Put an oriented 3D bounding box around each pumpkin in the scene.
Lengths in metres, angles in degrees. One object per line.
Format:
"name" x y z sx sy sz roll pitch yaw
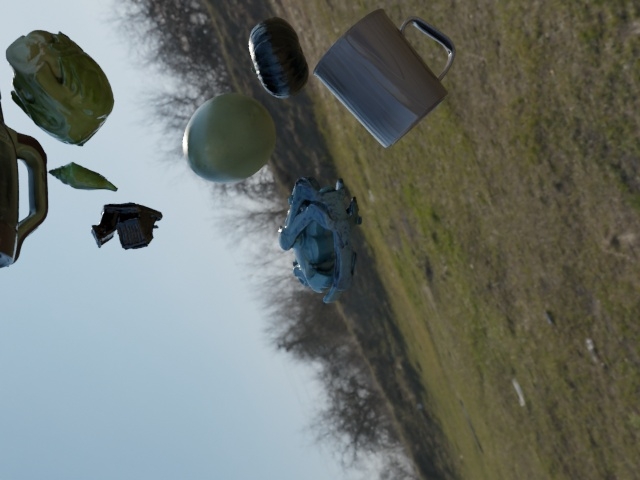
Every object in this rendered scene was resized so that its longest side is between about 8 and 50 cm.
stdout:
"pumpkin" -0.109 -0.457 1.604 0.202 0.140 0.202 -17 -90 -84

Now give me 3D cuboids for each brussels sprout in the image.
"brussels sprout" -0.727 -0.418 1.781 0.328 0.247 0.328 28 157 13

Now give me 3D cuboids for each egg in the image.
"egg" -0.237 -0.252 1.610 0.295 0.218 0.218 -53 -52 -50

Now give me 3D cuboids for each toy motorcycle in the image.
"toy motorcycle" 0.000 0.000 1.321 0.206 0.154 0.260 32 128 51

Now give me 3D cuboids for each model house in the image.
"model house" -0.622 -0.033 2.021 0.141 0.203 0.164 70 -162 -64

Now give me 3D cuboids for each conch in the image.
"conch" -0.727 -0.194 1.944 0.201 0.079 0.095 16 -159 -31

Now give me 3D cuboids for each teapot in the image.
"teapot" -0.642 -0.108 1.181 0.315 0.233 0.312 28 -122 -59

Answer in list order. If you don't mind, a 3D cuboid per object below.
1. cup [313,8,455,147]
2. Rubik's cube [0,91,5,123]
"cup" 0.167 -0.404 1.545 0.273 0.288 0.208 49 148 -1
"Rubik's cube" -1.086 -0.295 1.773 0.347 0.344 0.346 -6 94 54
